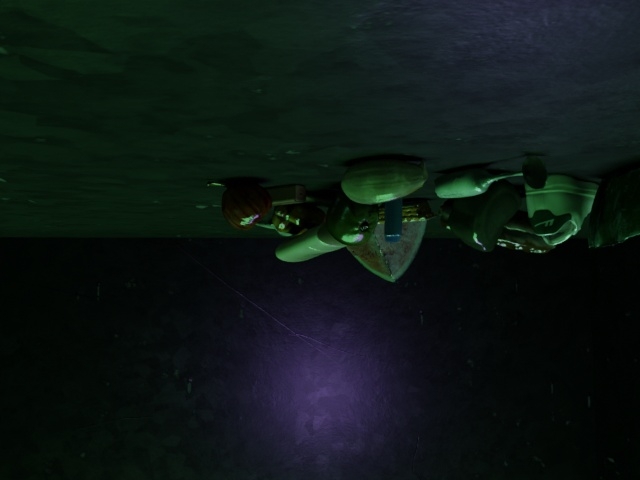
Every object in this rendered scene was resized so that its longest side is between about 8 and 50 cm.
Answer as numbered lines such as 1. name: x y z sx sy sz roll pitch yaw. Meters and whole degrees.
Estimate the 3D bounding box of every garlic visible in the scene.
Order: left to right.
1. garlic: 0.110 -0.119 1.211 0.198 0.090 0.129 -10 -176 43

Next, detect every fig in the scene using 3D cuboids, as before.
1. fig: -0.191 -0.091 1.438 0.151 0.128 0.128 29 -171 23

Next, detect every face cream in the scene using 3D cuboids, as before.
1. face cream: 0.000 0.000 1.737 0.174 0.081 0.349 -12 176 -25

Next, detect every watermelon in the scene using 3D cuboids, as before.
1. watermelon: 0.230 -0.052 2.184 0.283 0.292 0.250 24 -131 24
2. watermelon: 0.734 -0.100 1.305 0.302 0.151 0.264 -18 174 -2

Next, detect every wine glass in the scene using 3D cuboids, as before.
1. wine glass: 0.342 -0.126 1.248 0.074 0.073 0.262 2 176 -34

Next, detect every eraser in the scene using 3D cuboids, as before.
1. eraser: 0.182 -0.072 1.478 0.043 0.144 0.312 2 177 7

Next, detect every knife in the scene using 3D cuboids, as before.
1. knife: 0.016 -0.106 1.747 0.089 0.043 0.365 -2 176 33

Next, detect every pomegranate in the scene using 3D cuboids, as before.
1. pomegranate: 0.094 -0.070 1.537 0.131 0.151 0.191 31 -160 12

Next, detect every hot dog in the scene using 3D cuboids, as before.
1. hot dog: -0.066 -0.075 1.814 0.135 0.100 0.337 -10 176 12

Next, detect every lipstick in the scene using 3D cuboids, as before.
1. lipstick: -0.106 -0.115 1.541 0.146 0.045 0.045 -4 177 38

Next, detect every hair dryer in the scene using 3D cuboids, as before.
1. hair dryer: -0.215 -0.071 2.434 0.199 0.067 0.167 14 171 15

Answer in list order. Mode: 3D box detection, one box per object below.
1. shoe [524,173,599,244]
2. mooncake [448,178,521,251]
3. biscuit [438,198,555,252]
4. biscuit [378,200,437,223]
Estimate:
1. shoe: 0.620 -0.066 1.499 0.132 0.160 0.363 -3 174 39
2. mooncake: 0.380 -0.064 1.365 0.175 0.168 0.104 -25 -156 -26
3. biscuit: 0.502 -0.047 1.670 0.333 0.103 0.332 13 -171 -2
4. biscuit: 0.181 -0.082 1.898 0.379 0.054 0.094 -3 -169 38
